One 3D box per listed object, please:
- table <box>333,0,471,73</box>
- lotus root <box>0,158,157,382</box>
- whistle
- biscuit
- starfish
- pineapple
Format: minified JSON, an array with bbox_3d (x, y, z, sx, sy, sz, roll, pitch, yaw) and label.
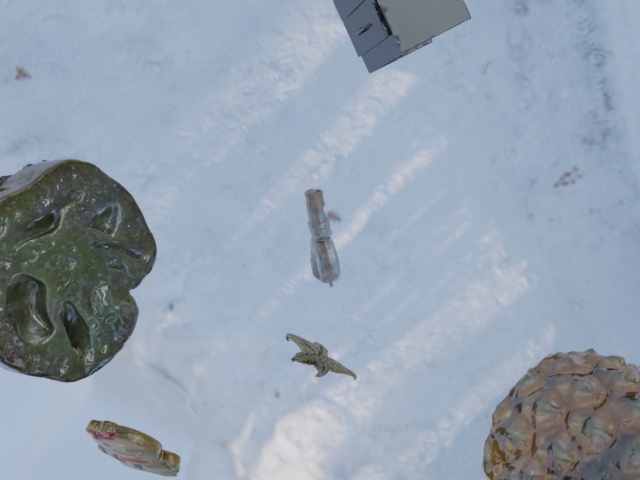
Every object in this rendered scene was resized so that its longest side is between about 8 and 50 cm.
[{"bbox_3d":[0.133,-0.441,1.130,0.172,0.169,0.193,-30,100,-12],"label":"table"},{"bbox_3d":[-0.473,0.048,1.073,0.374,0.111,0.391,13,82,-48],"label":"lotus root"},{"bbox_3d":[0.000,0.000,1.270,0.057,0.107,0.220,-13,113,-9],"label":"whistle"},{"bbox_3d":[-0.342,0.388,1.122,0.165,0.036,0.226,10,145,11],"label":"biscuit"},{"bbox_3d":[-0.006,0.336,1.726,0.043,0.240,0.227,-68,168,14],"label":"starfish"},{"bbox_3d":[0.248,0.183,0.344,0.169,0.340,0.169,-6,103,-27],"label":"pineapple"}]
